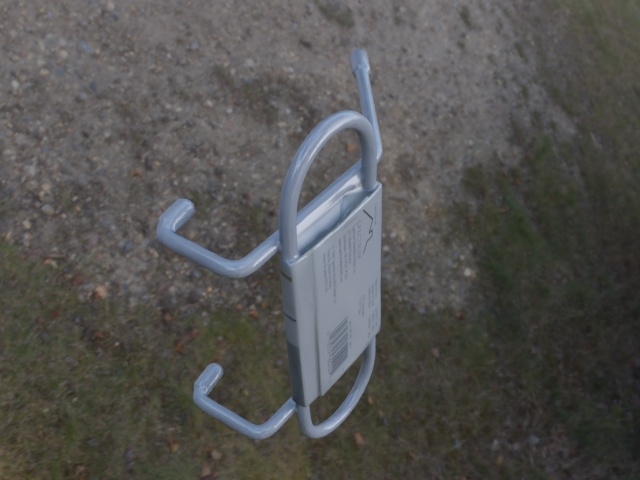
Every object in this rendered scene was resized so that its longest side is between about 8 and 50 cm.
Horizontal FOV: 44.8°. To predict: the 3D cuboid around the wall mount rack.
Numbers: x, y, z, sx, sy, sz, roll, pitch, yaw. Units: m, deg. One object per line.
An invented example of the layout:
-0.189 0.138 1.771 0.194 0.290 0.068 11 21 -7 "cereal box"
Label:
0.000 0.000 0.698 0.304 0.130 0.350 -43 146 -36 "wall mount rack"
